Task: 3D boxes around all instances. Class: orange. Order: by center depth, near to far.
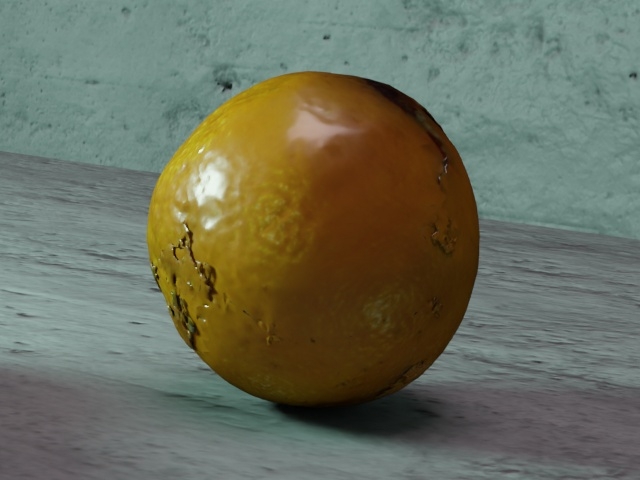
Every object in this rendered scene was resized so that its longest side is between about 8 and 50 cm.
[{"bbox_3d":[0.000,0.000,1.135,0.246,0.246,0.246,4,7,-1],"label":"orange"}]
